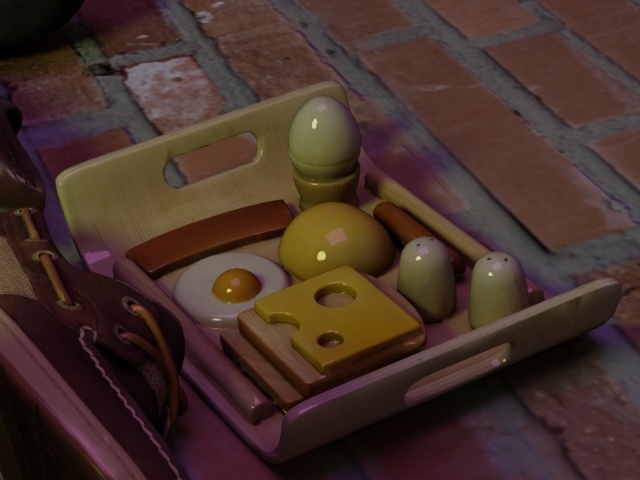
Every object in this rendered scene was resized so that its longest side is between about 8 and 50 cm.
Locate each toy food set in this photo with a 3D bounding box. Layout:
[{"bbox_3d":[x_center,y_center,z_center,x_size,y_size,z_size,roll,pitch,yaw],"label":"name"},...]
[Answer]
[{"bbox_3d":[0.000,0.000,0.980,0.219,0.092,0.306,-21,35,-24],"label":"toy food set"}]

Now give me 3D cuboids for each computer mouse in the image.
[{"bbox_3d":[-0.311,-0.194,1.348,0.272,0.072,0.188,-3,19,14],"label":"computer mouse"}]

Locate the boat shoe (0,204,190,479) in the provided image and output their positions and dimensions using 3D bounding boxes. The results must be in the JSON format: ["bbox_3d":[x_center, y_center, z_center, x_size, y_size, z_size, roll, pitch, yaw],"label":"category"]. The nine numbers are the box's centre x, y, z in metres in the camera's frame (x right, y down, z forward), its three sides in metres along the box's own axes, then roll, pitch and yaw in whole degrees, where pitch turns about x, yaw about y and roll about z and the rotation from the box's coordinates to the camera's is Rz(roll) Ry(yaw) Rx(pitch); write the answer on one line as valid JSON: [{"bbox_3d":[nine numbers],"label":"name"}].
[{"bbox_3d":[-0.130,0.065,0.877,0.123,0.123,0.342,-21,30,-22],"label":"boat shoe"}]

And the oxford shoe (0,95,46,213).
[{"bbox_3d":[-0.295,-0.078,1.152,0.132,0.130,0.363,17,14,-30],"label":"oxford shoe"}]
